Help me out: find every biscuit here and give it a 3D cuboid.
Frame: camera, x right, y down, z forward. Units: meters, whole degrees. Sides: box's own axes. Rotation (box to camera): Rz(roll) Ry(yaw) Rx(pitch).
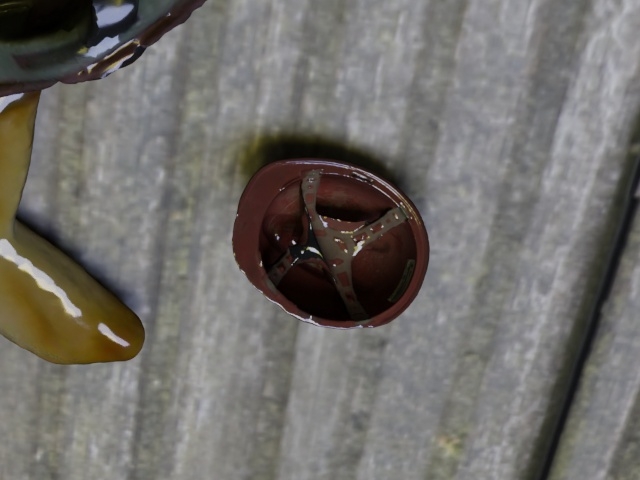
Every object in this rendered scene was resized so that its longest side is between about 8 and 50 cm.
[{"bbox_3d":[-0.199,-0.003,0.975,0.164,0.047,0.208,-11,127,7],"label":"biscuit"}]

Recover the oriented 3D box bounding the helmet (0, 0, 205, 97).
[{"bbox_3d":[-0.125,-0.220,0.716,0.338,0.197,0.271,-32,115,25],"label":"helmet"}]

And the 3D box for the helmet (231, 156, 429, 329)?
[{"bbox_3d":[0.000,0.000,0.982,0.111,0.057,0.089,24,87,-13],"label":"helmet"}]
